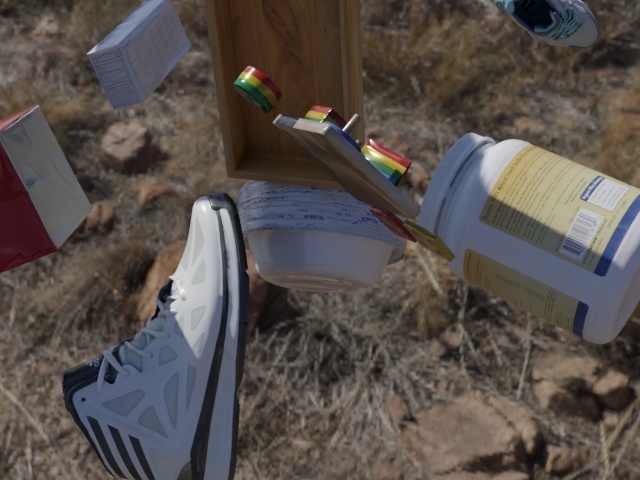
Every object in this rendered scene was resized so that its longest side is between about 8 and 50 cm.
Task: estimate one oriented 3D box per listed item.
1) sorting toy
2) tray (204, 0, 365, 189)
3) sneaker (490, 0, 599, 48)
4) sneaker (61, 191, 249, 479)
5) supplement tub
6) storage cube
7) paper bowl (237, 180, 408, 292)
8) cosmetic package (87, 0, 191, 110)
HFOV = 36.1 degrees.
[{"bbox_3d":[0.040,-0.082,0.985,0.046,0.274,0.132,-52,25,-6],"label":"sorting toy"},{"bbox_3d":[-0.047,-0.268,1.371,0.202,0.411,0.076,7,38,14],"label":"tray"},{"bbox_3d":[0.430,-0.420,1.872,0.283,0.110,0.122,19,33,-30],"label":"sneaker"},{"bbox_3d":[-0.242,0.149,1.420,0.257,0.448,0.169,3,8,-11],"label":"sneaker"},{"bbox_3d":[0.323,-0.012,1.440,0.316,0.228,0.228,27,40,24],"label":"supplement tub"},{"bbox_3d":[-0.471,-0.060,1.402,0.193,0.184,0.215,-21,17,9],"label":"storage cube"},{"bbox_3d":[0.000,0.000,1.606,0.284,0.284,0.148,5,77,1],"label":"paper bowl"},{"bbox_3d":[-0.284,-0.304,1.563,0.060,0.099,0.239,-9,28,19],"label":"cosmetic package"}]
